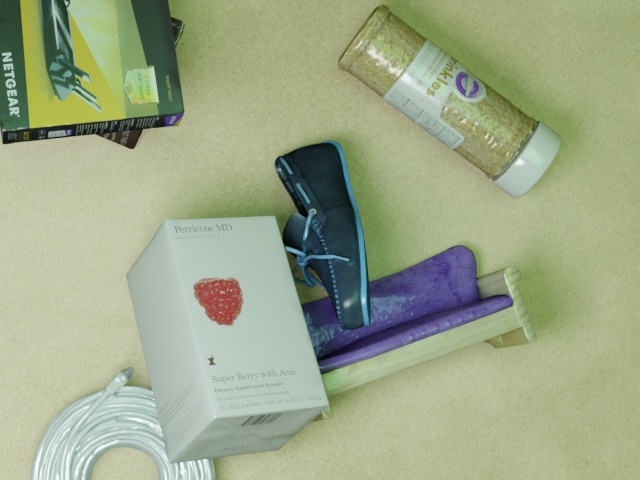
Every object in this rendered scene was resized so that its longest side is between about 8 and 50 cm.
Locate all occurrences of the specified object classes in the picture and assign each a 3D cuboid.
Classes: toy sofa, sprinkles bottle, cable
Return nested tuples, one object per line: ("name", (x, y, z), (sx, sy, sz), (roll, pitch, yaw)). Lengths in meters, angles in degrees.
("toy sofa", (0.116, 0.127, 1.989), (0.363, 0.150, 0.177), (-18, 86, -15))
("sprinkles bottle", (0.199, -0.213, 2.080), (0.355, 0.121, 0.121), (36, 75, -5))
("cable", (-0.277, 0.334, 1.896), (0.257, 0.089, 0.257), (-34, 89, -15))

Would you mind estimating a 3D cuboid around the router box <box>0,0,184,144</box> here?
("router box", (-0.326, -0.296, 1.817), (0.243, 0.081, 0.308), (-8, 83, -14))

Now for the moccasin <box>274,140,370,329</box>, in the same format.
("moccasin", (0.000, 0.000, 1.959), (0.117, 0.137, 0.342), (-8, 43, -5))

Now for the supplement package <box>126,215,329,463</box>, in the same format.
("supplement package", (-0.134, 0.133, 1.859), (0.178, 0.175, 0.292), (-3, 63, -30))

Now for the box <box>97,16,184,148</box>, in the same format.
("box", (-0.325, -0.258, 1.942), (0.203, 0.168, 0.167), (22, 77, -8))
